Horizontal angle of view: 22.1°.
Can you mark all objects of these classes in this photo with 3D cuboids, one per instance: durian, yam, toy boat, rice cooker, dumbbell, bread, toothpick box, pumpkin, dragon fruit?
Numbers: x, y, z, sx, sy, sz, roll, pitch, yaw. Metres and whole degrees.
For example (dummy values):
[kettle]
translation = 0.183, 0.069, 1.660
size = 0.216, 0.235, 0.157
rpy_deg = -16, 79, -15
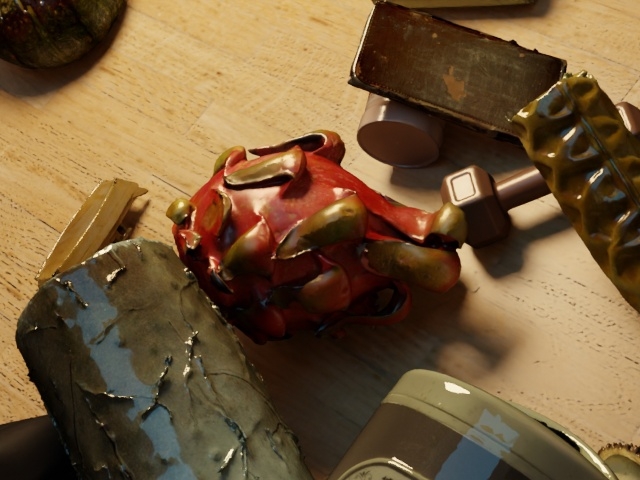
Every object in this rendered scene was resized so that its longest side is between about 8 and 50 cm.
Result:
[durian]
translation = 0.296, 0.228, 1.507
size = 0.066, 0.052, 0.130
rpy_deg = -38, 48, 4
[yam]
translation = -0.153, 0.190, 1.608
size = 0.241, 0.241, 0.348
rpy_deg = -31, 71, 7
[toy boat]
translation = -0.270, 0.007, 1.969
size = 0.064, 0.072, 0.206
rpy_deg = -6, 43, 45
[rice cooker]
translation = 0.126, 0.270, 1.424
size = 0.288, 0.288, 0.277
rpy_deg = 28, 74, 40
[dumbbell]
translation = 0.243, -0.068, 1.727
size = 0.230, 0.082, 0.092
rpy_deg = -22, 51, 14
[bread]
translation = 0.294, -0.040, 1.617
size = 0.098, 0.087, 0.269
rpy_deg = -23, 75, -36
[toothpick box]
translation = 0.103, -0.169, 1.867
size = 0.098, 0.098, 0.149
rpy_deg = -2, 58, 28
[pumpkin]
translation = -0.377, -0.345, 2.221
size = 0.238, 0.159, 0.238
rpy_deg = -14, 57, 22
[dragon fruit]
translation = -0.012, 0.014, 1.731
size = 0.307, 0.227, 0.243
rpy_deg = 35, 81, 27

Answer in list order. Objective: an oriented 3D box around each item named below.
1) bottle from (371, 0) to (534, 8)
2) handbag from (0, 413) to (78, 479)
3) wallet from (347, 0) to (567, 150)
[bottle]
translation = 0.158, -0.314, 1.957
size = 0.201, 0.072, 0.072
rpy_deg = 2, 59, 31
[handbag]
translation = -0.380, 0.278, 1.728
size = 0.288, 0.152, 0.342
rpy_deg = -11, 12, 32
[wallet]
translation = 0.152, -0.182, 1.812
size = 0.232, 0.031, 0.122
rpy_deg = 19, 64, -2
